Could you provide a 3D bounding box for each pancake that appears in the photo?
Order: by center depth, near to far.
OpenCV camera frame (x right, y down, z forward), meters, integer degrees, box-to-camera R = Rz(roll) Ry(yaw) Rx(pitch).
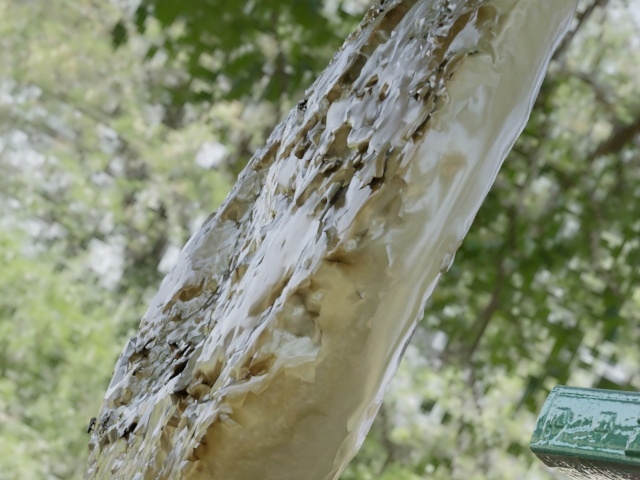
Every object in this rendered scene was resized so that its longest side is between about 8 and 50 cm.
[{"bbox_3d":[-0.002,-0.001,0.623,0.065,0.356,0.356,31,-10,-7],"label":"pancake"}]

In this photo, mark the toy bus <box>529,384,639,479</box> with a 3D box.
[{"bbox_3d":[0.292,0.180,1.424,0.109,0.091,0.261,30,-16,-23],"label":"toy bus"}]
